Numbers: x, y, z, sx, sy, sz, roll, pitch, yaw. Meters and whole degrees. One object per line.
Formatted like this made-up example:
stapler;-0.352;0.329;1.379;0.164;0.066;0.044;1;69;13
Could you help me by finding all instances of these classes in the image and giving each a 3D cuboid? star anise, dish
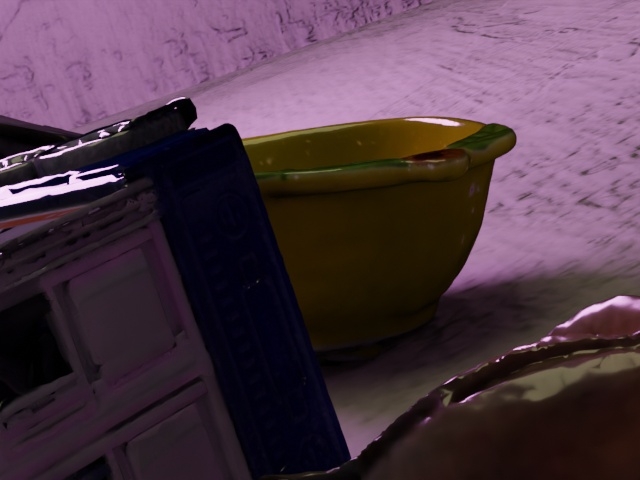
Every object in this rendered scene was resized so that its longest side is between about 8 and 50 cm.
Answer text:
star anise;0.107;0.033;0.348;0.172;0.063;0.208;-20;2;-44
dish;0.000;0.000;0.643;0.149;0.080;0.208;-13;11;-25

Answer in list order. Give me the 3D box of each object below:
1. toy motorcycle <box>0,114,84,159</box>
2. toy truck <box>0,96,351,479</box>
toy motorcycle;-0.162;-0.007;0.746;0.270;0.106;0.159;20;14;28
toy truck;-0.136;0.051;0.507;0.268;0.124;0.155;-10;13;42
